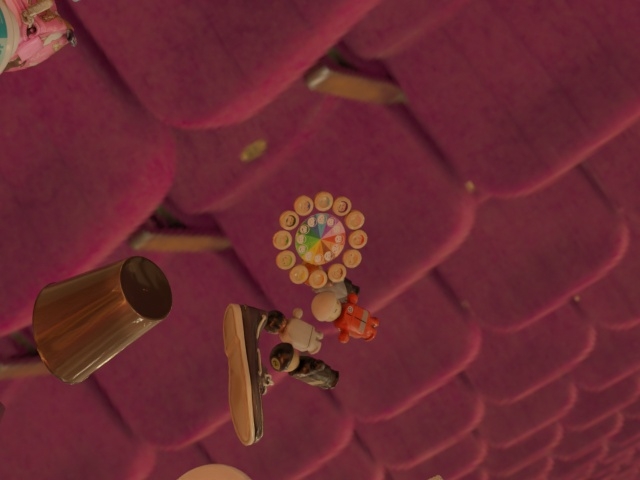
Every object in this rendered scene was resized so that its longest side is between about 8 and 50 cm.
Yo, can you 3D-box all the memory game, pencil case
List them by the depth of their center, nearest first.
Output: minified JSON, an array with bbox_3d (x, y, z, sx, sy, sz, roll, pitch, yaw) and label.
[{"bbox_3d":[-0.500,-0.435,1.617,0.167,0.386,0.160,-21,-173,23],"label":"pencil case"},{"bbox_3d":[0.000,0.000,2.053,0.186,0.186,0.012,-25,-158,-12],"label":"memory game"}]

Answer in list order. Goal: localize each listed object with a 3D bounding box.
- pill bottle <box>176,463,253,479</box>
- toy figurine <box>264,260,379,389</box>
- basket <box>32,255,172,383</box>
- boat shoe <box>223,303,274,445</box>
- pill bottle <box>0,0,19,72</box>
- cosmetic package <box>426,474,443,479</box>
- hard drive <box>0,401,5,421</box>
[{"bbox_3d":[-0.089,0.377,1.353,0.136,0.136,0.245,-30,141,4],"label":"pill bottle"},{"bbox_3d":[-0.012,0.162,2.193,0.148,0.209,0.213,28,109,-28],"label":"toy figurine"},{"bbox_3d":[-0.391,0.129,2.028,0.227,0.204,0.154,-27,149,32],"label":"basket"},{"bbox_3d":[-0.091,0.183,1.549,0.065,0.206,0.075,4,150,-24],"label":"boat shoe"},{"bbox_3d":[-0.480,-0.257,1.389,0.146,0.146,0.264,-35,-179,19],"label":"pill bottle"},{"bbox_3d":[0.205,0.461,1.617,0.085,0.117,0.231,-31,117,5],"label":"cosmetic package"},{"bbox_3d":[-0.661,0.275,2.054,0.054,0.172,0.254,-51,174,-17],"label":"hard drive"}]
